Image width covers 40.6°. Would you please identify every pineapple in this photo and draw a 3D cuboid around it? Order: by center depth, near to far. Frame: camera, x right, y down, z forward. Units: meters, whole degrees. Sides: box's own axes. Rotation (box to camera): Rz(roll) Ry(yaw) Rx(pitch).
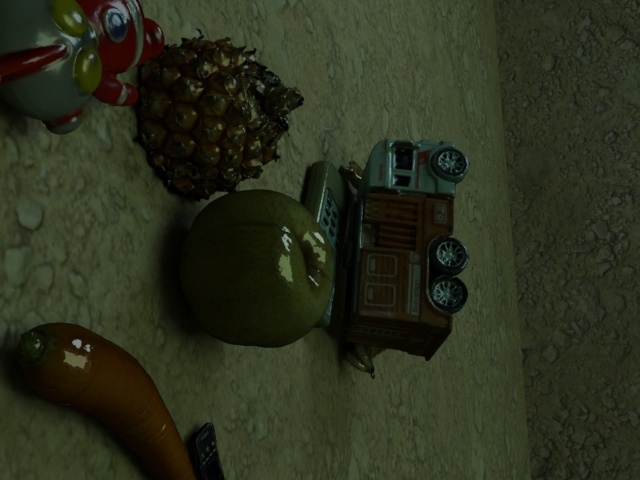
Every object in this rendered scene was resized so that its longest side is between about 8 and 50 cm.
[{"bbox_3d":[-0.080,-0.127,0.857,0.176,0.137,0.161,43,44,-58],"label":"pineapple"}]

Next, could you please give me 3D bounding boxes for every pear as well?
[{"bbox_3d":[-0.064,0.030,0.855,0.167,0.137,0.167,-10,90,-67],"label":"pear"}]

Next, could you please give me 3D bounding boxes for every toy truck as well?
[{"bbox_3d":[0.114,0.002,1.229,0.136,0.162,0.305,109,-12,-62],"label":"toy truck"}]

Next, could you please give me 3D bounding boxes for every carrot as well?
[{"bbox_3d":[-0.155,0.135,0.697,0.066,0.062,0.271,57,-2,37],"label":"carrot"}]

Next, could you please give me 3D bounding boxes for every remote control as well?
[{"bbox_3d":[-0.109,0.227,0.842,0.039,0.014,0.096,-44,125,-65],"label":"remote control"},{"bbox_3d":[0.000,0.000,1.170,0.098,0.038,0.233,61,31,-44],"label":"remote control"}]

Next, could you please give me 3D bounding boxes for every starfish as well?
[{"bbox_3d":[0.118,0.034,1.422,0.432,0.083,0.323,-2,88,-67],"label":"starfish"}]

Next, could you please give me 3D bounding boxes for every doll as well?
[{"bbox_3d":[-0.192,-0.158,0.669,0.245,0.076,0.142,-62,140,-63],"label":"doll"}]
